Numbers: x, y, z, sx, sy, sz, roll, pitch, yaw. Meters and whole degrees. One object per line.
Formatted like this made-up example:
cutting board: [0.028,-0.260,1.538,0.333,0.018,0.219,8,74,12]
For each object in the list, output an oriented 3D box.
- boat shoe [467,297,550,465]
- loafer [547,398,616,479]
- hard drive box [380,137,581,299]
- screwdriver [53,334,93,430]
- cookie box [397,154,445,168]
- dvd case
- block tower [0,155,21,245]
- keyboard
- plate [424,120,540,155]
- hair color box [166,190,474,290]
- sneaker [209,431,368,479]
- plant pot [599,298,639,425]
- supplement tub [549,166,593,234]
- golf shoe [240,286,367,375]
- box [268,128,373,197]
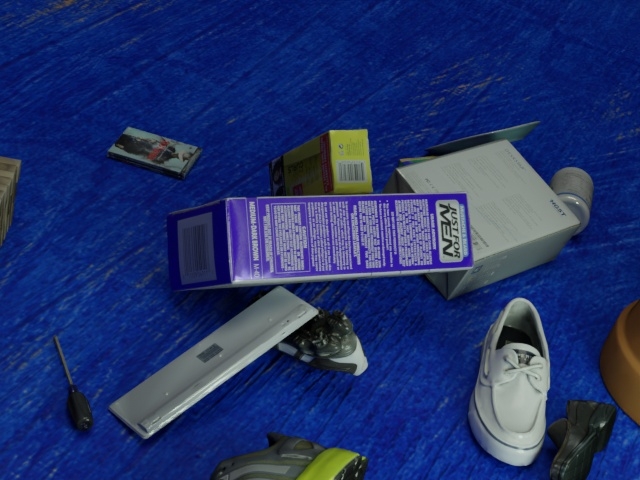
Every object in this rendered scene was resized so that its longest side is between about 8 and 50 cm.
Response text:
boat shoe: [0.232,0.162,1.534,0.095,0.084,0.258,12,33,-4]
loafer: [0.293,0.236,1.478,0.061,0.062,0.170,17,23,24]
hard drive box: [0.223,-0.035,1.788,0.232,0.089,0.181,-17,59,-38]
screwdriver: [-0.278,0.157,1.416,0.025,0.024,0.170,31,15,-31]
cookie box: [0.179,-0.084,1.928,0.092,0.040,0.107,-8,39,-32]
dvd case: [-0.243,-0.129,1.863,0.119,0.013,0.087,18,33,5]
block tower: [-0.439,0.004,1.516,0.097,0.091,0.335,10,33,-7]
keyboard: [-0.119,0.133,1.433,0.256,0.014,0.072,-35,39,-27]
plate: [0.258,-0.157,2.004,0.188,0.024,0.188,-13,3,1]
hair color box: [0.000,0.000,1.580,0.339,0.110,0.185,-1,-4,-29]
sneaker: [-0.075,0.282,1.239,0.121,0.111,0.300,19,26,27]
plant pot: [0.524,0.119,1.604,0.291,0.203,0.291,9,33,-6]
supplement tub: [0.381,-0.060,1.941,0.071,0.071,0.107,18,32,6]
golf shoe: [-0.023,0.118,1.530,0.077,0.094,0.198,-50,37,-15]
box: [-0.003,-0.086,1.702,0.058,0.087,0.232,-3,-5,-23]
